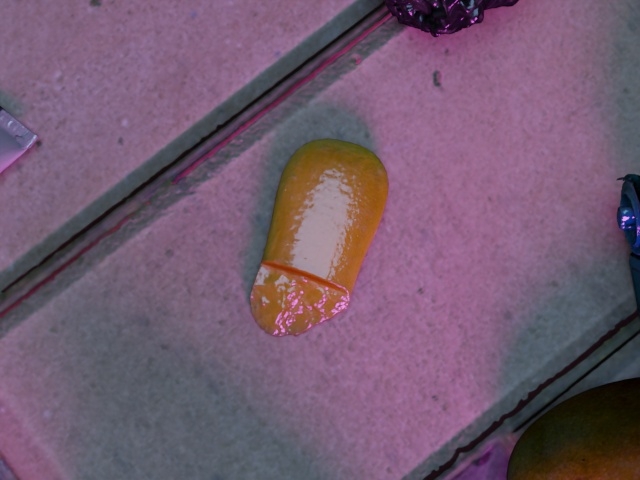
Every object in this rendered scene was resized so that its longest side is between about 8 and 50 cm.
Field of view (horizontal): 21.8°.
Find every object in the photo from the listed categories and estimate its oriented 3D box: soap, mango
[{"bbox_3d":[0.000,0.000,1.351,0.089,0.033,0.168,14,84,4],"label":"soap"},{"bbox_3d":[0.277,0.166,1.290,0.267,0.111,0.133,-7,55,1],"label":"mango"}]

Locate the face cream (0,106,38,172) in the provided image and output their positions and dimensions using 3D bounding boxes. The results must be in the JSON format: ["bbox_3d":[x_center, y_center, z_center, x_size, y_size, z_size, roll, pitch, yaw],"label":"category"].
[{"bbox_3d":[-0.342,-0.022,1.343,0.092,0.058,0.243,38,78,10],"label":"face cream"}]

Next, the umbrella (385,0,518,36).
[{"bbox_3d":[0.174,-0.308,1.337,0.336,0.154,0.128,-45,125,-5],"label":"umbrella"}]

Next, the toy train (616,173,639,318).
[{"bbox_3d":[0.298,0.019,1.280,0.107,0.198,0.154,-12,98,-4],"label":"toy train"}]
